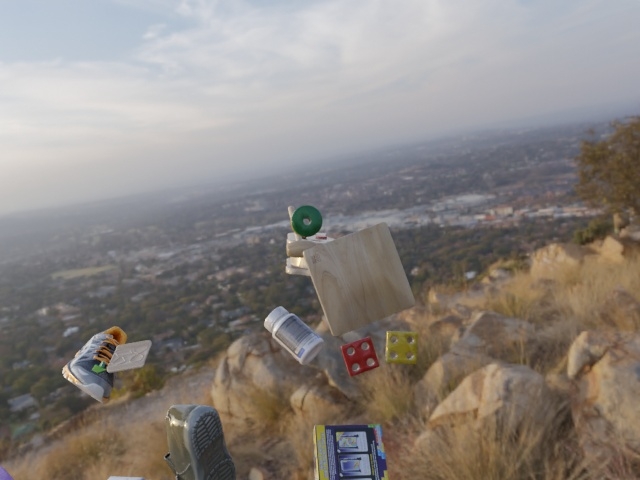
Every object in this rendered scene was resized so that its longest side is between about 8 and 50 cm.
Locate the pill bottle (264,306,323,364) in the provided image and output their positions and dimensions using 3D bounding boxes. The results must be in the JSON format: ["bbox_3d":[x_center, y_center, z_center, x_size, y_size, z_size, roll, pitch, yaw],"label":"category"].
[{"bbox_3d":[-0.065,0.225,1.415,0.137,0.078,0.078,39,33,22],"label":"pill bottle"}]

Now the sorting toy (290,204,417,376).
[{"bbox_3d":[0.058,0.065,0.880,0.132,0.274,0.046,-20,0,-9],"label":"sorting toy"}]

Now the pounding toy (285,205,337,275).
[{"bbox_3d":[0.000,0.000,1.349,0.154,0.154,0.269,2,7,-3],"label":"pounding toy"}]

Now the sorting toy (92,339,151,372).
[{"bbox_3d":[-0.303,0.180,0.901,0.083,0.012,0.062,-10,26,1],"label":"sorting toy"}]

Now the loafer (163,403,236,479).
[{"bbox_3d":[-0.208,0.371,1.005,0.087,0.251,0.094,16,29,32],"label":"loafer"}]

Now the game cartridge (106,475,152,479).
[{"bbox_3d":[-0.536,0.708,1.413,0.198,0.062,0.297,-19,28,39],"label":"game cartridge"}]

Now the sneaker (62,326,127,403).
[{"bbox_3d":[-0.370,0.201,0.995,0.083,0.084,0.215,-46,20,-6],"label":"sneaker"}]

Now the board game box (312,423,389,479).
[{"bbox_3d":[0.059,0.453,1.165,0.141,0.048,0.170,2,49,-8],"label":"board game box"}]

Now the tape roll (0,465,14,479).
[{"bbox_3d":[-0.591,0.455,0.876,0.275,0.274,0.090,-11,4,-12],"label":"tape roll"}]
